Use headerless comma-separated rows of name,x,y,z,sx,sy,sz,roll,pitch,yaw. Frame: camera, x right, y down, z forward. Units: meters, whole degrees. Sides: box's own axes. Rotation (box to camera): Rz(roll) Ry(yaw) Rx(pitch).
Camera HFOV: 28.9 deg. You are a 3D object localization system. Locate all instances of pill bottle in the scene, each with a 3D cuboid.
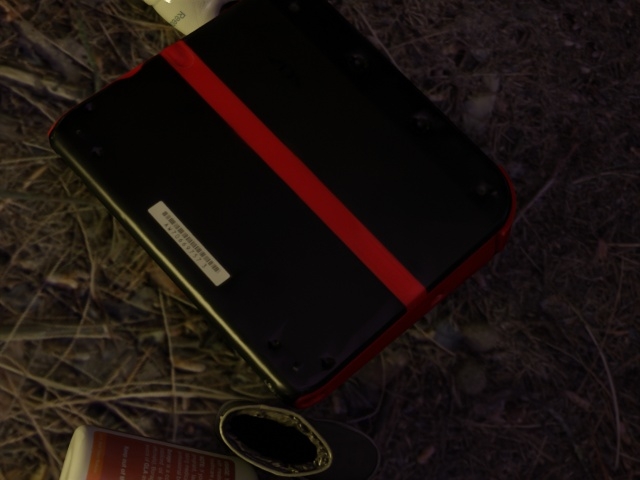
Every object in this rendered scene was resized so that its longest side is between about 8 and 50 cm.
pill bottle,-0.131,0.248,1.134,0.216,0.121,0.121,15,60,-12

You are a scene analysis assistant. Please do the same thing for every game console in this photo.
game console,-0.027,-0.065,1.250,0.342,0.060,0.386,-38,74,-22

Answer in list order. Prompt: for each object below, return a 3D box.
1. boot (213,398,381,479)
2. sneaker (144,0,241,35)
boot,-0.013,0.189,1.154,0.189,0.208,0.076,13,76,-10
sneaker,-0.097,-0.339,1.474,0.129,0.111,0.297,48,61,-11
